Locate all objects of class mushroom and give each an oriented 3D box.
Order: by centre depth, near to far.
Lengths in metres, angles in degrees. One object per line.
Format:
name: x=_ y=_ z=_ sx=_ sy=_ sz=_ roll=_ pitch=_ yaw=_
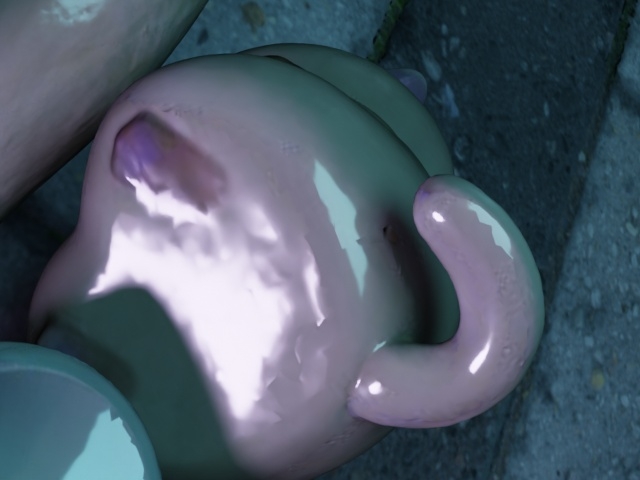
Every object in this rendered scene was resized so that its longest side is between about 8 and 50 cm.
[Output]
mushroom: x=-0.165 y=-0.082 z=0.639 sx=0.128 sy=0.128 sz=0.350 roll=36 pitch=81 yaw=-28

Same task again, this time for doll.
doll: x=-0.026 y=-0.001 z=0.677 sx=0.226 sy=0.370 sz=0.215 roll=11 pitch=104 yaw=-4

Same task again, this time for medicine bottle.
medicine bottle: x=-0.182 y=0.127 z=0.549 sx=0.139 sy=0.225 sz=0.139 roll=13 pitch=69 yaw=-37
